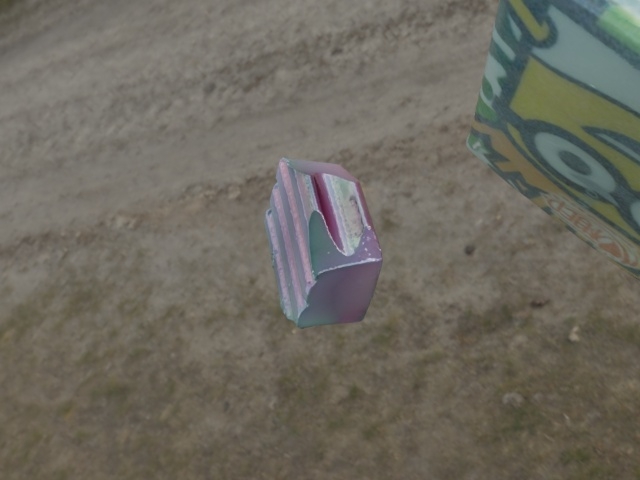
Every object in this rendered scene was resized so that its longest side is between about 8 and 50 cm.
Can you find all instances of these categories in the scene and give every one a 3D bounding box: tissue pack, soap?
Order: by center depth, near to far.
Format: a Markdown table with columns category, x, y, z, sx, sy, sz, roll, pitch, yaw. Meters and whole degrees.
| category | x | y | z | sx | sy | sz | roll | pitch | yaw |
| --- | --- | --- | --- | --- | --- | --- | --- | --- | --- |
| tissue pack | 0.217 | -0.076 | 0.554 | 0.228 | 0.311 | 0.128 | 38 | 82 | 11 |
| soap | 0.000 | 0.000 | 0.693 | 0.149 | 0.056 | 0.100 | -105 | 22 | -47 |
